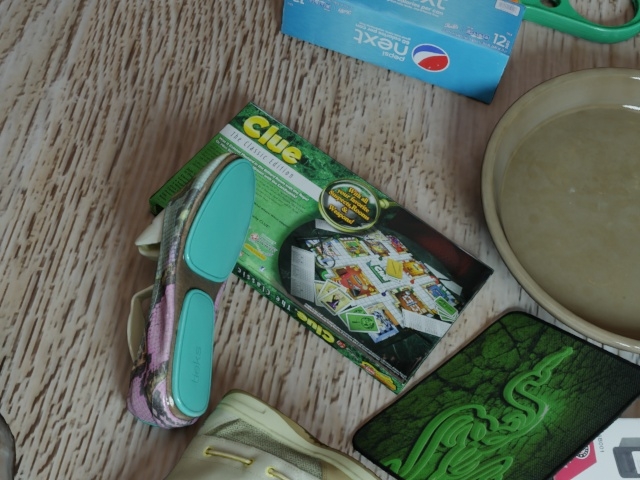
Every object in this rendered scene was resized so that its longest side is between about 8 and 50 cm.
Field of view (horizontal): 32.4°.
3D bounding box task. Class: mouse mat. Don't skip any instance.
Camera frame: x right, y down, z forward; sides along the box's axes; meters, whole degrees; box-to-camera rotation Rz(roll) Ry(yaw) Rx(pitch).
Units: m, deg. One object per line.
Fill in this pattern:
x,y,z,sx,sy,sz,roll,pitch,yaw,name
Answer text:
0.134,0.126,0.821,0.190,0.007,0.153,-36,36,-22,mouse mat

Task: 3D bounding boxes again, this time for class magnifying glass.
0.213,-0.231,1.074,0.231,0.026,0.092,-3,61,-11,magnifying glass

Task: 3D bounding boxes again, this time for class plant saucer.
0.267,-0.025,0.924,0.278,0.041,0.277,3,62,-5,plant saucer

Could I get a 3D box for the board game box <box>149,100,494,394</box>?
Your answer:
0.000,0.000,0.913,0.260,0.030,0.136,36,65,13,board game box

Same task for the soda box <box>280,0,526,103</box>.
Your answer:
0.073,-0.203,1.011,0.210,0.071,0.067,20,59,5,soda box

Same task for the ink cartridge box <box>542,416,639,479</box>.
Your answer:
0.238,0.190,0.812,0.151,0.063,0.109,0,60,-5,ink cartridge box

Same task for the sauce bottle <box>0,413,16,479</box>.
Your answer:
-0.256,0.188,0.729,0.111,0.111,0.344,0,59,-7,sauce bottle

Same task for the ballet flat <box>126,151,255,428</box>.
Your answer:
-0.110,0.034,0.845,0.079,0.077,0.221,-2,68,31,ballet flat

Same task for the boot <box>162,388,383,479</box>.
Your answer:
-0.039,0.210,0.740,0.213,0.077,0.165,27,60,34,boot

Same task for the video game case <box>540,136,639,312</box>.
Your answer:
0.325,-0.002,0.956,0.193,0.023,0.212,-26,68,-20,video game case
